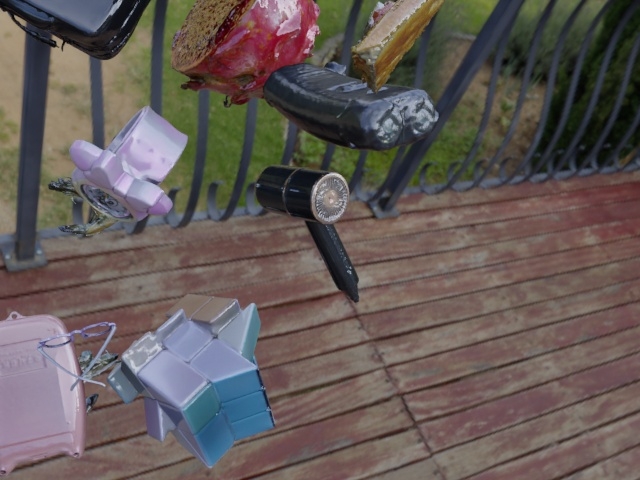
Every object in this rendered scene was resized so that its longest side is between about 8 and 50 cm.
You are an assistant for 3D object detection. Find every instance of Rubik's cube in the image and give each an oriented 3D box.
[{"bbox_3d":[-0.287,0.327,1.771,0.368,0.387,0.358,29,55,31],"label":"Rubik's cube"}]

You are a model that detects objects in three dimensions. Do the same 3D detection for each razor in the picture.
[{"bbox_3d":[0.046,-0.244,1.327,0.189,0.107,0.327,-18,32,-33],"label":"razor"}]

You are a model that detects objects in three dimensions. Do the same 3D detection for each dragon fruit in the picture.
[{"bbox_3d":[-0.142,-0.463,1.593,0.249,0.371,0.386,35,38,-32],"label":"dragon fruit"}]

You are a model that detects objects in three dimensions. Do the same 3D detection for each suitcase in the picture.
[{"bbox_3d":[-0.511,-0.565,1.468,0.345,0.188,0.339,28,80,-3],"label":"suitcase"}]

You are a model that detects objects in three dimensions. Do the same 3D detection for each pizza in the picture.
[{"bbox_3d":[0.081,-0.254,0.930,0.053,0.193,0.201,40,54,4],"label":"pizza"}]

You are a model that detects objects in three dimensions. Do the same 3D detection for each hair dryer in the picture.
[{"bbox_3d":[0.000,0.000,1.522,0.189,0.352,0.107,15,49,45],"label":"hair dryer"}]

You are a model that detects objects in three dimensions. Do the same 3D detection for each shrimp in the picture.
[{"bbox_3d":[-0.604,0.371,1.654,0.360,0.247,0.085,-36,54,-13],"label":"shrimp"},{"bbox_3d":[-0.579,-0.081,1.778,0.217,0.150,0.051,21,16,-48],"label":"shrimp"}]

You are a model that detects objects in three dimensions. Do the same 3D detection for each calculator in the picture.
[{"bbox_3d":[-0.597,0.306,1.482,0.220,0.048,0.330,-11,93,-15],"label":"calculator"}]

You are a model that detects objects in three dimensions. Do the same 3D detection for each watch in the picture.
[{"bbox_3d":[-0.366,-0.165,1.425,0.211,0.248,0.217,37,63,-21],"label":"watch"}]

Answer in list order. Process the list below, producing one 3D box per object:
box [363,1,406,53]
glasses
[{"bbox_3d":[0.138,-0.410,1.410,0.098,0.045,0.062,25,73,-7],"label":"box"},{"bbox_3d":[-0.423,0.211,1.289,0.140,0.062,0.104,-14,69,-8],"label":"glasses"}]
